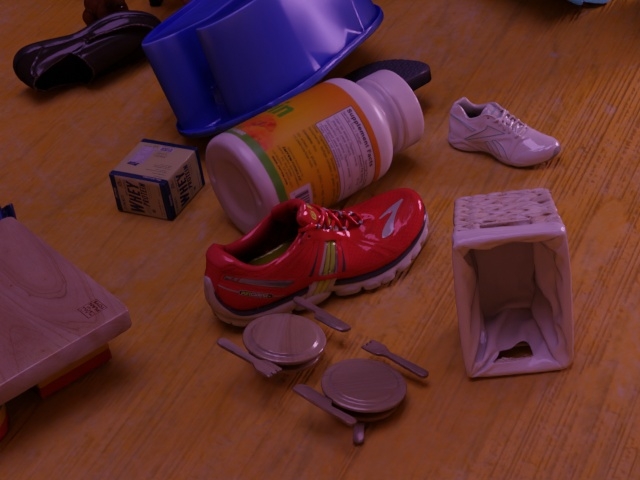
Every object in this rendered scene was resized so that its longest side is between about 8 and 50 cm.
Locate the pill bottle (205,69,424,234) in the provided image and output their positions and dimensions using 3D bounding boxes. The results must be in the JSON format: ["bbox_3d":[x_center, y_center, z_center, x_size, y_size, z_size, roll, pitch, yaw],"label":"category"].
[{"bbox_3d":[-0.001,-0.111,1.729,0.246,0.136,0.136,-29,41,-25],"label":"pill bottle"}]

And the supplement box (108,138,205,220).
[{"bbox_3d":[-0.202,-0.076,1.796,0.083,0.056,0.083,11,41,25],"label":"supplement box"}]

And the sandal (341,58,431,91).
[{"bbox_3d":[0.030,-0.160,1.872,0.255,0.054,0.097,-31,33,-12],"label":"sandal"}]

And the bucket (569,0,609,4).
[{"bbox_3d":[0.346,-0.482,2.055,0.281,0.281,0.183,-32,39,-28],"label":"bucket"}]

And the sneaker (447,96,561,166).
[{"bbox_3d":[0.221,-0.133,1.774,0.152,0.061,0.054,17,42,29],"label":"sneaker"}]

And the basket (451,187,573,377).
[{"bbox_3d":[0.191,0.040,1.464,0.113,0.167,0.103,-6,30,4],"label":"basket"}]

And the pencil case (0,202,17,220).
[{"bbox_3d":[-0.528,-0.018,1.737,0.306,0.119,0.133,-7,60,3],"label":"pencil case"}]

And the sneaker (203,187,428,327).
[{"bbox_3d":[0.000,0.000,1.595,0.279,0.118,0.107,-26,40,-20],"label":"sneaker"}]

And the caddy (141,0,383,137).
[{"bbox_3d":[-0.067,-0.256,1.914,0.241,0.179,0.341,-6,30,45],"label":"caddy"}]

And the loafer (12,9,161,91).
[{"bbox_3d":[-0.322,-0.257,2.062,0.220,0.080,0.078,-22,47,-8],"label":"loafer"}]

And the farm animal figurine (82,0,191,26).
[{"bbox_3d":[-0.207,-0.434,2.181,0.330,0.172,0.326,-10,36,-1],"label":"farm animal figurine"}]

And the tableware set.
[{"bbox_3d":[0.001,0.135,1.484,0.194,0.039,0.128,29,39,33],"label":"tableware set"}]

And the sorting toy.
[{"bbox_3d":[-0.368,0.114,1.551,0.255,0.089,0.257,-31,42,-26],"label":"sorting toy"}]
